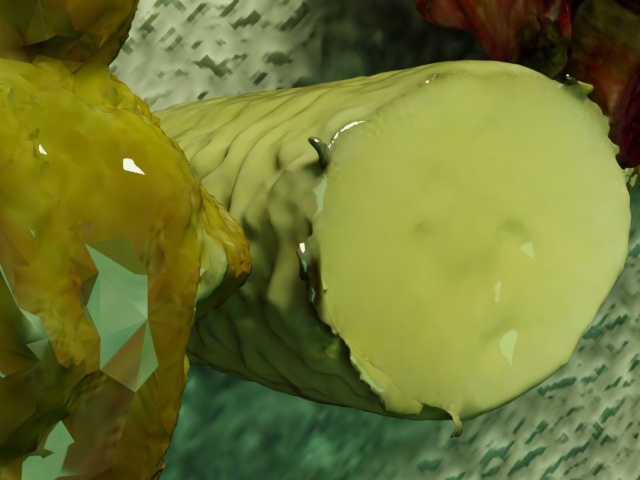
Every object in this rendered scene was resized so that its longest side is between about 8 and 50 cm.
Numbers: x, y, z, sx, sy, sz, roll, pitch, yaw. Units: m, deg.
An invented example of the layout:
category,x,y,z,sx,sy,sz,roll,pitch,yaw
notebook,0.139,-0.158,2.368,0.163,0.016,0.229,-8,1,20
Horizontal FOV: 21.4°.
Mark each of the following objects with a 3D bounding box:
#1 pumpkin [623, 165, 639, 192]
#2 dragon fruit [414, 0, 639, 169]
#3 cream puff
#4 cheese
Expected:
category,x,y,z,sx,sy,sz,roll,pitch,yaw
pumpkin,0.129,-0.061,0.660,0.101,0.035,0.073,-37,113,-26
dragon fruit,0.102,-0.120,0.570,0.262,0.163,0.189,-44,133,-40
cream puff,-0.147,0.010,0.405,0.244,0.196,0.244,-2,94,-28
cheese,0.000,0.000,0.509,0.123,0.167,0.094,-22,102,-29
